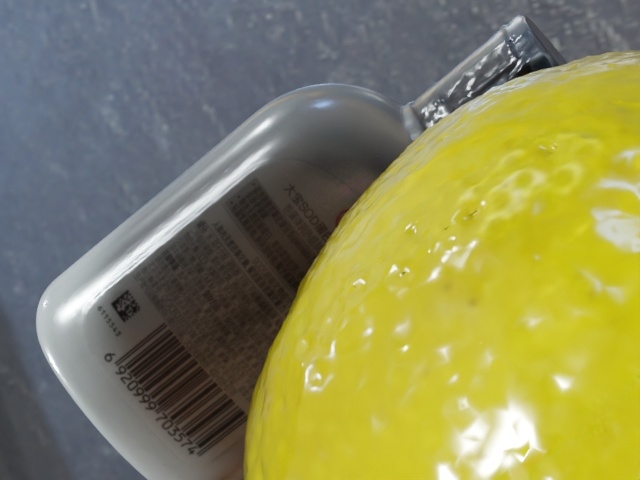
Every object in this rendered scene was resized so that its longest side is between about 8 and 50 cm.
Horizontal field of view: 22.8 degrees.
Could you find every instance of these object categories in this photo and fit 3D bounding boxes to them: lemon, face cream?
[{"bbox_3d":[0.111,0.071,0.536,0.293,0.293,0.293,26,125,44],"label":"lemon"},{"bbox_3d":[0.000,0.000,0.777,0.291,0.071,0.144,-40,96,16],"label":"face cream"}]
